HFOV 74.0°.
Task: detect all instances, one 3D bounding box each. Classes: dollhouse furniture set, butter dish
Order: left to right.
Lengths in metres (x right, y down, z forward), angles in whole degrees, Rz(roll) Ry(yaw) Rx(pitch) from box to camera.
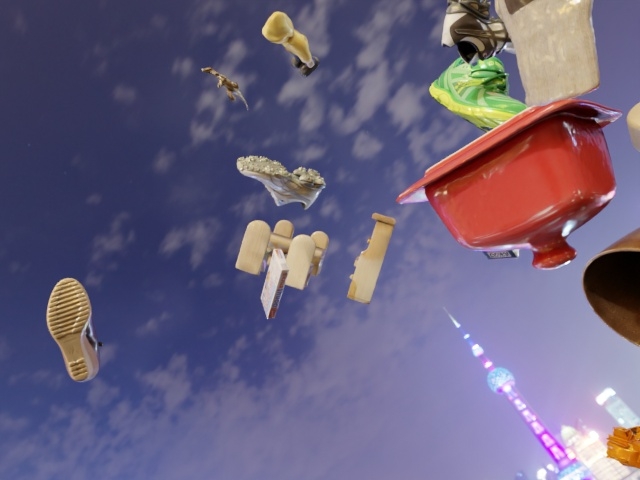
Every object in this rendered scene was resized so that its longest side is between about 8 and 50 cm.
[{"bbox_3d":[0.000,0.000,1.294,0.393,0.362,0.257,18,-86,6],"label":"dollhouse furniture set"},{"bbox_3d":[0.178,-0.032,0.363,0.160,0.119,0.159,-10,-15,-43],"label":"butter dish"}]

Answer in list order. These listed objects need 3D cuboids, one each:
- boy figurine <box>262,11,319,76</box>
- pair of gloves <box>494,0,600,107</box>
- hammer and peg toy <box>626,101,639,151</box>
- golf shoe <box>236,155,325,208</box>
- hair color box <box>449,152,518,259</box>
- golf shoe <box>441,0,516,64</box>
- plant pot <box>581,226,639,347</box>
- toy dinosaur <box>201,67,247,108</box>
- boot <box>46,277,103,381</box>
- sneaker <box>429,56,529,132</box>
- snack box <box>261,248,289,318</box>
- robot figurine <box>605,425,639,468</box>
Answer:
[{"bbox_3d":[-0.089,-0.622,1.356,0.092,0.177,0.285,-44,-11,14],"label":"boy figurine"},{"bbox_3d":[0.247,-0.242,0.343,0.042,0.205,0.240,-19,1,-28],"label":"pair of gloves"},{"bbox_3d":[0.549,-0.167,0.445,0.127,0.361,0.266,32,-84,-37],"label":"hammer and peg toy"},{"bbox_3d":[-0.079,-0.102,0.801,0.176,0.069,0.086,13,-61,-26],"label":"golf shoe"},{"bbox_3d":[0.514,-0.106,1.338,0.347,0.105,0.174,42,-122,-29],"label":"hair color box"},{"bbox_3d":[0.285,-0.345,0.735,0.198,0.077,0.094,11,-73,-26],"label":"golf shoe"},{"bbox_3d":[0.605,0.040,0.700,0.230,0.215,0.216,-35,-41,-19],"label":"plant pot"},{"bbox_3d":[-0.265,-0.456,1.267,0.053,0.093,0.183,-43,-53,13],"label":"toy dinosaur"},{"bbox_3d":[-0.597,0.217,1.046,0.090,0.206,0.249,-9,-91,-23],"label":"boot"},{"bbox_3d":[0.310,-0.291,0.819,0.109,0.296,0.124,18,-63,-27],"label":"sneaker"},{"bbox_3d":[-0.108,0.104,0.985,0.022,0.064,0.178,-4,-43,-25],"label":"snack box"},{"bbox_3d":[0.714,0.406,0.803,0.290,0.211,0.085,4,-91,-18],"label":"robot figurine"}]
